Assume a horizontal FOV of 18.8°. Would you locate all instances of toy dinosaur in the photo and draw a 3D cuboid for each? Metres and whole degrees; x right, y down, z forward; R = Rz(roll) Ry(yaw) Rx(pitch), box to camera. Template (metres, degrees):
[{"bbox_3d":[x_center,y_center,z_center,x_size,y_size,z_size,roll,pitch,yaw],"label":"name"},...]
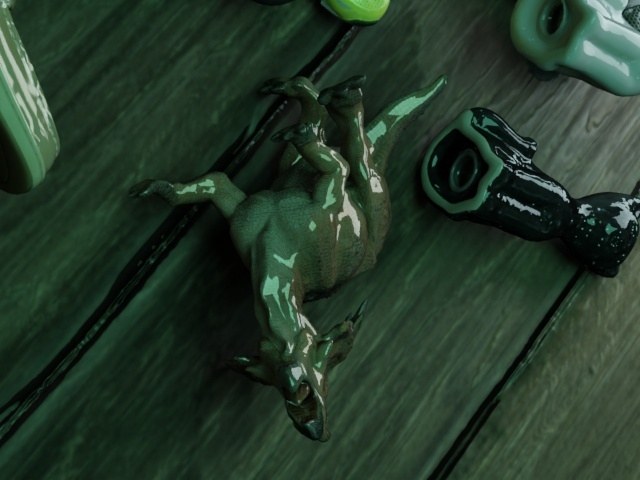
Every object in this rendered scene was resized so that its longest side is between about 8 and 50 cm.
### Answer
[{"bbox_3d":[0.000,0.000,1.369,0.295,0.127,0.200,-44,117,-42],"label":"toy dinosaur"}]

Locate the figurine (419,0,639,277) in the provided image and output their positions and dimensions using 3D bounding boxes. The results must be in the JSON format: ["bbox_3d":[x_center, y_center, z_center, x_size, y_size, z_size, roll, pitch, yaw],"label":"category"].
[{"bbox_3d":[0.212,-0.085,1.504,0.209,0.092,0.215,23,103,-38],"label":"figurine"}]

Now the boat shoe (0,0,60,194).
[{"bbox_3d":[-0.231,-0.178,1.235,0.098,0.109,0.302,-29,96,-32],"label":"boat shoe"}]

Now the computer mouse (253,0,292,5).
[{"bbox_3d":[-0.017,-0.303,1.376,0.072,0.188,0.272,-5,96,-53],"label":"computer mouse"}]

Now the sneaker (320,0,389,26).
[{"bbox_3d":[0.030,-0.263,1.428,0.081,0.094,0.208,-4,88,-36],"label":"sneaker"}]

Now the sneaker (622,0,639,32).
[{"bbox_3d":[0.197,-0.201,1.540,0.227,0.087,0.130,9,73,-39],"label":"sneaker"}]
